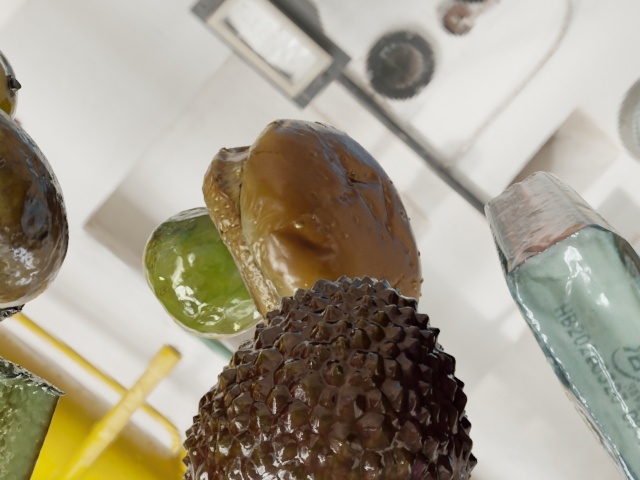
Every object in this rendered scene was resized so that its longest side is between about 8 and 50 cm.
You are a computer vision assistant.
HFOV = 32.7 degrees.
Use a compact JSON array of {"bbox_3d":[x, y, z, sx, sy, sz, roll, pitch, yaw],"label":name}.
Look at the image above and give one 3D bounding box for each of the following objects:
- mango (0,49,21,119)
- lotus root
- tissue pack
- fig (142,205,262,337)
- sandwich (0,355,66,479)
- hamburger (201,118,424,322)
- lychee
[{"bbox_3d":[-0.467,-0.128,1.142,0.142,0.332,0.195,-45,-63,-70],"label":"mango"},{"bbox_3d":[-0.307,-0.036,0.955,0.169,0.141,0.314,23,147,12],"label":"lotus root"},{"bbox_3d":[0.238,0.065,0.936,0.228,0.103,0.315,56,-170,-6],"label":"tissue pack"},{"bbox_3d":[-0.145,0.016,1.745,0.233,0.314,0.233,34,-155,-18],"label":"fig"},{"bbox_3d":[-0.301,0.192,0.845,0.128,0.235,0.122,15,173,42],"label":"sandwich"},{"bbox_3d":[0.000,0.000,1.342,0.290,0.170,0.314,-18,-100,-59],"label":"hamburger"},{"bbox_3d":[0.015,0.158,0.955,0.271,0.271,0.271,41,-178,-2],"label":"lychee"}]
